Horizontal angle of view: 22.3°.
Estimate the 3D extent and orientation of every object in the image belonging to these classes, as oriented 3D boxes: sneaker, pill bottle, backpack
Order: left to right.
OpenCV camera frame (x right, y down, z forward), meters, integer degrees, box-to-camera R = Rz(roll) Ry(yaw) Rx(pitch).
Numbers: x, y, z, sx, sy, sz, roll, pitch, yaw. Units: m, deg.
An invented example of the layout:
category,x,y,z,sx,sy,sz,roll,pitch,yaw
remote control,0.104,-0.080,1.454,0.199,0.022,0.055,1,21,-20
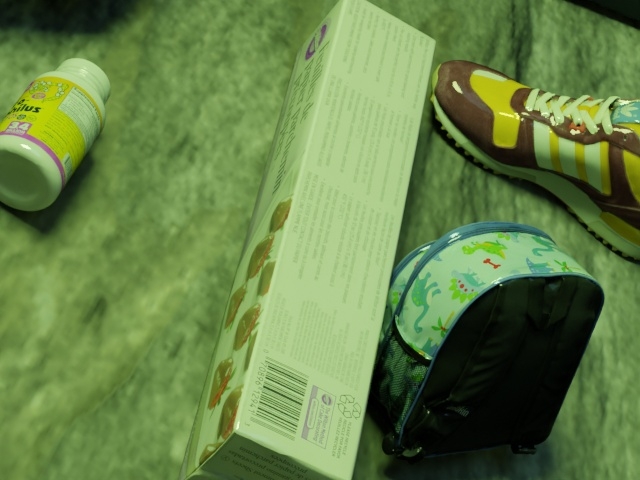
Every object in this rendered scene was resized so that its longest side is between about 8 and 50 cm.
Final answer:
category,x,y,z,sx,sy,sz,roll,pitch,yaw
pill bottle,-0.134,-0.055,0.807,0.043,0.043,0.083,33,43,-8
backpack,0.080,0.044,0.826,0.105,0.114,0.084,1,37,-33
sneaker,0.157,-0.068,0.991,0.185,0.084,0.069,31,44,-11

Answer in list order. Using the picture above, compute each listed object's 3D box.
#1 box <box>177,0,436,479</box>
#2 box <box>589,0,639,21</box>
category,x,y,z,sx,sy,sz,roll,pitch,yaw
box,0.000,0.000,0.843,0.067,0.063,0.324,28,45,-16
box,0.313,-0.351,1.234,0.293,0.212,0.395,17,47,-24
